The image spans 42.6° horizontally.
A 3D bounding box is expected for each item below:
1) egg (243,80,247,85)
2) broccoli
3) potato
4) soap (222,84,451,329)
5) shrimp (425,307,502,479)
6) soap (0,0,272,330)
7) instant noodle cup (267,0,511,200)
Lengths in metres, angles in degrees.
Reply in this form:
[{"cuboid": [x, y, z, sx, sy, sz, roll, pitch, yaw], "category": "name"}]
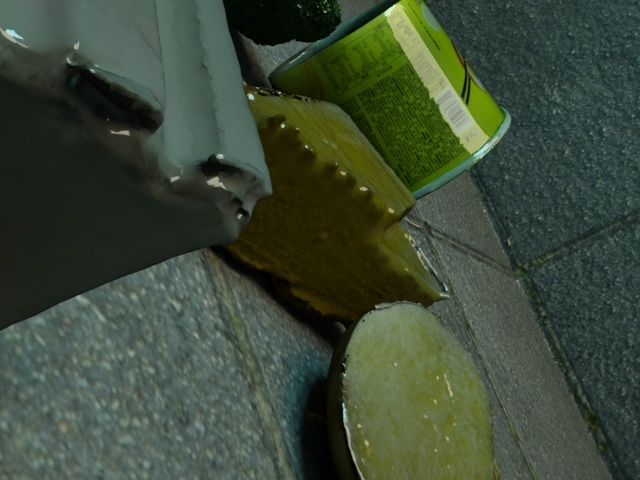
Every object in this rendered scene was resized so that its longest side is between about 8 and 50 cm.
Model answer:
[{"cuboid": [-0.112, -0.152, 0.937, 0.083, 0.071, 0.071, 62, 18, -5], "category": "egg"}, {"cuboid": [-0.061, -0.414, 1.127, 0.297, 0.297, 0.297, 44, -14, 14], "category": "broccoli"}, {"cuboid": [0.073, 0.200, 0.876, 0.239, 0.116, 0.299, 49, 33, -20], "category": "potato"}, {"cuboid": [0.000, 0.000, 0.875, 0.304, 0.169, 0.339, 54, 18, 6], "category": "soap"}, {"cuboid": [0.173, 0.184, 1.224, 0.444, 0.085, 0.272, 65, 13, -1], "category": "shrimp"}, {"cuboid": [-0.236, -0.205, 0.454, 0.350, 0.213, 0.435, 37, 31, -48], "category": "soap"}, {"cuboid": [0.081, -0.194, 1.145, 0.221, 0.311, 0.311, 59, 18, -16], "category": "instant noodle cup"}]
